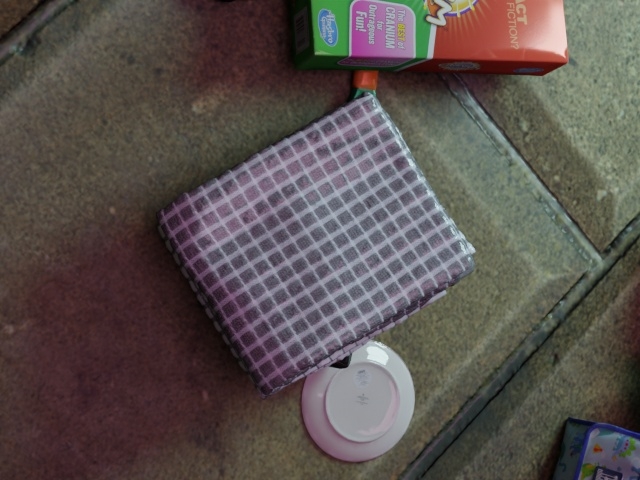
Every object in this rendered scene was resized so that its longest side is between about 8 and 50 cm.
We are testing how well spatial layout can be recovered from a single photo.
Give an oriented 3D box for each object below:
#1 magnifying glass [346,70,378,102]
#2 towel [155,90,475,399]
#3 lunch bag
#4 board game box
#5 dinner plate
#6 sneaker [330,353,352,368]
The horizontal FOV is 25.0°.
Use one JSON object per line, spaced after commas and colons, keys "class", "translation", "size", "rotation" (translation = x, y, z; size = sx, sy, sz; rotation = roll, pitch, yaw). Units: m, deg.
{"class": "magnifying glass", "translation": [0.046, -0.148, 1.643], "size": [0.092, 0.026, 0.230], "rotation": [8, 90, -21]}
{"class": "towel", "translation": [0.000, 0.000, 1.524], "size": [0.284, 0.121, 0.235], "rotation": [-32, 81, -10]}
{"class": "lunch bag", "translation": [0.337, 0.282, 1.693], "size": [0.096, 0.151, 0.128], "rotation": [19, 85, -20]}
{"class": "board game box", "translation": [0.119, -0.312, 1.630], "size": [0.317, 0.064, 0.242], "rotation": [-2, 83, -22]}
{"class": "dinner plate", "translation": [0.046, 0.183, 1.650], "size": [0.141, 0.017, 0.141], "rotation": [0, 89, -22]}
{"class": "sneaker", "translation": [0.044, 0.058, 1.618], "size": [0.077, 0.072, 0.178], "rotation": [11, 87, -23]}
